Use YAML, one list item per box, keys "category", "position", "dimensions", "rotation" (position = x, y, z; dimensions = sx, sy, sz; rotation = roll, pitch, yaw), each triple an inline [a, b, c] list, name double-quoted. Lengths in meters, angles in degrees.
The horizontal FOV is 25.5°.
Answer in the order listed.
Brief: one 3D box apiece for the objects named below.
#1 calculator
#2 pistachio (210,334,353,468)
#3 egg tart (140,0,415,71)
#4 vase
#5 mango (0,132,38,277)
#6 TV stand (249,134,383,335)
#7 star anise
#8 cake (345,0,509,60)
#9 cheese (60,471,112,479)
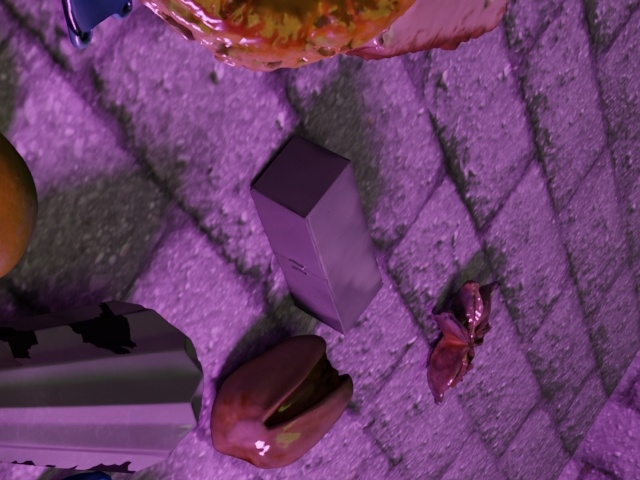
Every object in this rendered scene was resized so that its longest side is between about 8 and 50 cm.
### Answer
- category: "calculator"
  position: [-0.186, -0.224, 1.137]
  dimensions: [0.094, 0.019, 0.141]
  rotation: [-44, 148, -32]
- category: "pistachio"
  position: [-0.046, 0.192, 1.696]
  dimensions: [0.206, 0.131, 0.130]
  rotation: [-36, 102, -47]
- category: "egg tart"
  position: [-0.026, -0.260, 0.973]
  dimensions: [0.294, 0.116, 0.295]
  rotation: [-12, 116, -27]
- category: "vase"
  position: [-0.258, 0.133, 1.232]
  dimensions: [0.360, 0.165, 0.165]
  rotation: [4, 113, -57]
- category: "mango"
  position: [-0.286, -0.039, 1.081]
  dimensions: [0.122, 0.085, 0.191]
  rotation: [-43, 141, -12]
- category: "TV stand"
  position: [0.000, 0.000, 1.625]
  dimensions: [0.088, 0.082, 0.269]
  rotation: [-52, 152, -21]
- category: "star anise"
  position: [0.217, 0.140, 2.182]
  dimensions: [0.172, 0.063, 0.208]
  rotation: [-41, 145, -42]
- category: "cake"
  position: [0.050, -0.330, 1.195]
  dimensions: [0.282, 0.255, 0.290]
  rotation: [-24, 140, -53]
- category: "cheese"
  position: [-0.247, 0.395, 1.536]
  dimensions: [0.217, 0.129, 0.329]
  rotation: [-35, 132, -36]
